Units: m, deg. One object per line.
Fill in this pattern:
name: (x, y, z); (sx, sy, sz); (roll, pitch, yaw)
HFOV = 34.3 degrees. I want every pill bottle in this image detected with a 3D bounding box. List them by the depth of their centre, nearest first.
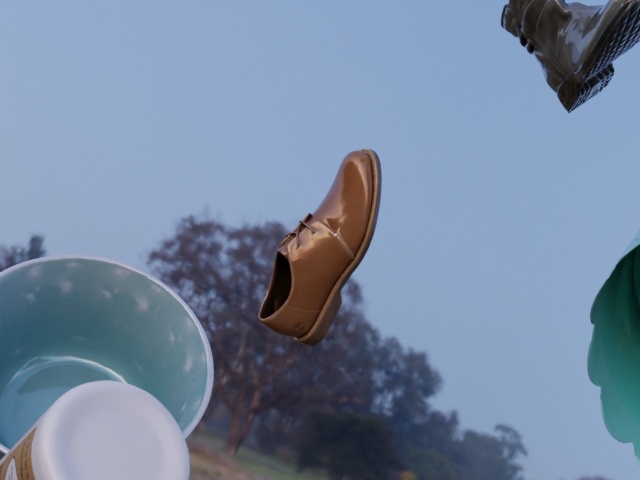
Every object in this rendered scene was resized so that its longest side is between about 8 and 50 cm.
pill bottle: (-0.220, 0.225, 0.892); (0.131, 0.131, 0.229); (29, -46, -20)

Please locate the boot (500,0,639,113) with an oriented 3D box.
boot: (0.274, -0.254, 1.168); (0.161, 0.083, 0.246); (53, -13, 11)

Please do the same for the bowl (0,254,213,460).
bowl: (-0.300, 0.185, 1.275); (0.311, 0.312, 0.163); (24, -44, -1)

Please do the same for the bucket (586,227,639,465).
bucket: (0.373, 0.069, 0.874); (0.281, 0.183, 0.281); (11, -62, 21)

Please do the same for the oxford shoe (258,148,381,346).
oxford shoe: (0.000, 0.000, 1.049); (0.076, 0.212, 0.076); (22, -1, -30)
